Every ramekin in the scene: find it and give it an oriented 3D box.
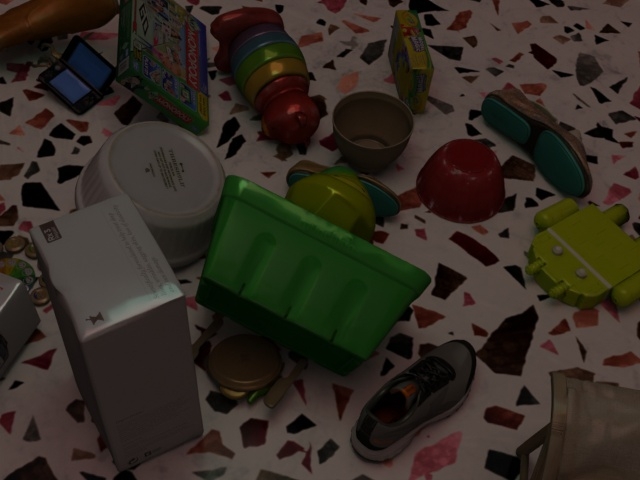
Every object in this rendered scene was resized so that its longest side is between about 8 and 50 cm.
[{"bbox_3d":[-0.294,-0.093,1.695,0.273,0.127,0.273,14,52,-18],"label":"ramekin"}]

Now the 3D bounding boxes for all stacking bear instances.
[{"bbox_3d":[-0.096,-0.321,1.938,0.164,0.175,0.289,-21,65,-12],"label":"stacking bear"}]

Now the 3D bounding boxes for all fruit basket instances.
[{"bbox_3d":[0.000,0.000,1.598,0.392,0.283,0.392,4,71,-11],"label":"fruit basket"}]

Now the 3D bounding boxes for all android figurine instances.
[{"bbox_3d":[0.504,0.026,1.769,0.273,0.056,0.248,-24,57,-24],"label":"android figurine"}]

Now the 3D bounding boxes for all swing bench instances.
[{"bbox_3d":[0.434,0.338,1.381,0.253,0.255,0.165,10,51,3],"label":"swing bench"}]

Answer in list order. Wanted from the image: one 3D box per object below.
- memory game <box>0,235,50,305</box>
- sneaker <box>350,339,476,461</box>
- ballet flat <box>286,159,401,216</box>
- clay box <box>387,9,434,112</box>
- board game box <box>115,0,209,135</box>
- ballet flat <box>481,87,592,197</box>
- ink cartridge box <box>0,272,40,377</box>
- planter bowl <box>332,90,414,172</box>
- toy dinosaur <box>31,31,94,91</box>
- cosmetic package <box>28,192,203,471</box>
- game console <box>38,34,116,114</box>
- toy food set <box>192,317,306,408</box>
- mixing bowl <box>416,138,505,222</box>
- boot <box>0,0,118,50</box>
[{"bbox_3d":[-0.555,0.065,1.669,0.186,0.012,0.186,3,52,-3],"label":"memory game"},{"bbox_3d":[0.163,0.246,1.528,0.100,0.108,0.271,38,56,25],"label":"sneaker"},{"bbox_3d":[0.051,-0.110,1.826,0.232,0.080,0.073,17,37,7],"label":"ballet flat"},{"bbox_3d":[0.194,-0.371,2.012,0.053,0.127,0.222,-4,52,-9],"label":"clay box"},{"bbox_3d":[-0.322,-0.390,1.947,0.046,0.213,0.317,-32,46,28],"label":"board game box"},{"bbox_3d":[0.465,-0.214,1.929,0.106,0.107,0.316,-22,57,-29],"label":"ballet flat"},{"bbox_3d":[-0.630,0.177,1.492,0.226,0.131,0.306,19,57,11],"label":"ink cartridge box"},{"bbox_3d":[0.099,-0.205,1.881,0.162,0.109,0.162,3,52,-3],"label":"planter bowl"},{"bbox_3d":[-0.556,-0.380,2.014,0.092,0.053,0.183,22,59,-6],"label":"toy dinosaur"},{"bbox_3d":[-0.291,0.145,1.389,0.156,0.385,0.217,-22,57,-21],"label":"cosmetic package"},{"bbox_3d":[-0.499,-0.340,1.941,0.122,0.071,0.107,41,58,3],"label":"game console"},{"bbox_3d":[-0.129,0.211,1.580,0.192,0.038,0.132,25,46,21],"label":"toy food set"},{"bbox_3d":[0.282,-0.133,1.848,0.181,0.098,0.181,2,51,-2],"label":"mixing bowl"},{"bbox_3d":[-0.578,-0.453,1.965,0.295,0.104,0.211,0,29,40],"label":"boot"}]
